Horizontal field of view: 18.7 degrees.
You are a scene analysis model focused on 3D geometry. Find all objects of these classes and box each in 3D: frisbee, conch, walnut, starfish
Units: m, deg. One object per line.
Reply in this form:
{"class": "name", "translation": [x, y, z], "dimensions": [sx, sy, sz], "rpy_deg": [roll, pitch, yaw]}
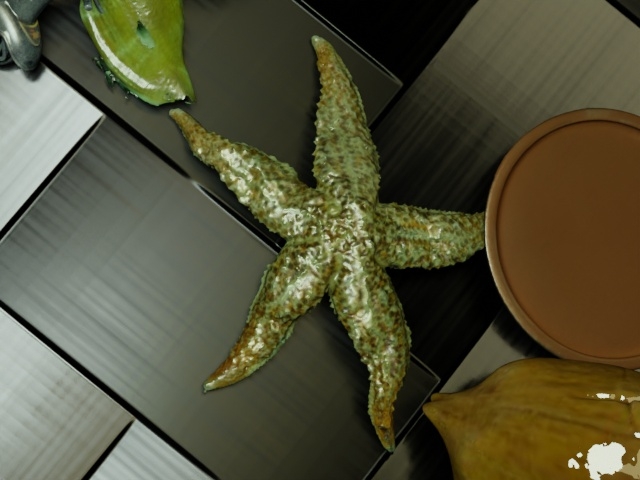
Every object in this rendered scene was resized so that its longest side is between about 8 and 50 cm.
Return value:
{"class": "frisbee", "translation": [0.266, -0.001, 1.819], "dimensions": [0.250, 0.021, 0.251], "rpy_deg": [3, 79, -18]}
{"class": "conch", "translation": [-0.175, -0.220, 1.794], "dimensions": [0.095, 0.079, 0.201], "rpy_deg": [-8, 90, 10]}
{"class": "walnut", "translation": [0.248, 0.205, 1.716], "dimensions": [0.336, 0.209, 0.209], "rpy_deg": [19, 78, 9]}
{"class": "starfish", "translation": [-0.001, -0.001, 1.779], "dimensions": [0.357, 0.078, 0.347], "rpy_deg": [30, 80, -2]}

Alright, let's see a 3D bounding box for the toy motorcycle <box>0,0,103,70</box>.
{"class": "toy motorcycle", "translation": [-0.281, -0.287, 1.754], "dimensions": [0.157, 0.091, 0.263], "rpy_deg": [-17, 90, 31]}
